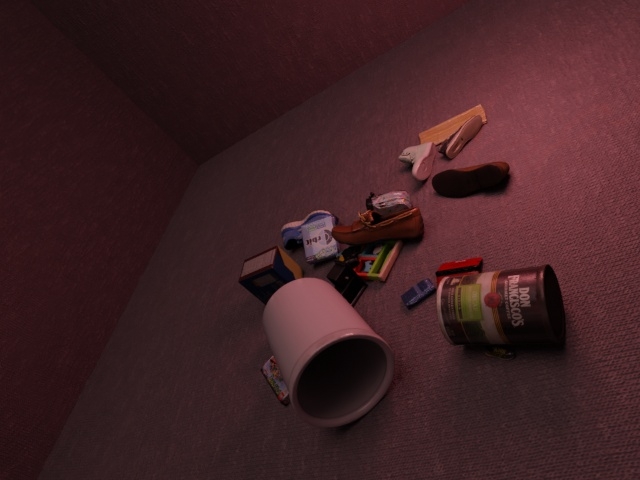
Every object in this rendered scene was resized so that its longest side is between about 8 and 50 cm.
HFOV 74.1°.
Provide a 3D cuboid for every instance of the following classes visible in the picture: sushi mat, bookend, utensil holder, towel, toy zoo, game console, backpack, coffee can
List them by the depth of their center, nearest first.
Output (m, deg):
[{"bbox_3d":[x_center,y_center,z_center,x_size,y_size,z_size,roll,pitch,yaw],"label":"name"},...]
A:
[{"bbox_3d":[0.486,0.182,1.151,0.276,0.201,0.201,-13,44,38],"label":"coffee can"},{"bbox_3d":[0.006,0.337,1.375,0.328,0.327,0.385,-43,30,0],"label":"utensil holder"},{"bbox_3d":[0.466,0.124,1.408,0.144,0.085,0.124,-13,12,36],"label":"game console"},{"bbox_3d":[0.336,0.180,1.465,0.120,0.029,0.067,-38,33,8],"label":"towel"},{"bbox_3d":[0.077,0.181,1.616,0.072,0.157,0.156,15,63,53],"label":"bookend"},{"bbox_3d":[0.177,0.074,1.736,0.294,0.030,0.192,0,48,46],"label":"toy zoo"},{"bbox_3d":[0.295,-0.134,1.777,0.182,0.151,0.115,-13,47,19],"label":"backpack"},{"bbox_3d":[0.611,-0.524,1.979,0.317,0.019,0.151,-22,38,28],"label":"sushi mat"}]

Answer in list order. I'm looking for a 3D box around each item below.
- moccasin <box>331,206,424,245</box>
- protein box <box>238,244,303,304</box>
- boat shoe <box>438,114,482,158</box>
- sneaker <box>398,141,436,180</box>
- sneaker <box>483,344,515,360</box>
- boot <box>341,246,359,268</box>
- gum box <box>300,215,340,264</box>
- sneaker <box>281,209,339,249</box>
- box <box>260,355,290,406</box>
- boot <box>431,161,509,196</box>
[{"bbox_3d":[0.216,-0.065,1.697,0.381,0.146,0.139,-6,19,33],"label":"moccasin"},{"bbox_3d":[-0.220,0.161,1.906,0.201,0.200,0.135,-23,38,27],"label":"protein box"},{"bbox_3d":[0.611,-0.463,1.854,0.233,0.084,0.079,-47,34,-1],"label":"boat shoe"},{"bbox_3d":[0.418,-0.343,1.907,0.151,0.094,0.255,-5,39,36],"label":"sneaker"},{"bbox_3d":[0.487,0.305,1.161,0.083,0.035,0.031,-7,48,42],"label":"sneaker"},{"bbox_3d":[0.103,0.078,1.734,0.121,0.045,0.099,-25,36,9],"label":"boot"},{"bbox_3d":[0.000,0.000,1.913,0.157,0.041,0.184,-17,70,20],"label":"gum box"},{"bbox_3d":[-0.048,-0.035,2.047,0.330,0.130,0.147,-24,52,31],"label":"sneaker"},{"bbox_3d":[-0.142,0.508,1.585,0.114,0.036,0.207,-47,34,-7],"label":"box"},{"bbox_3d":[0.583,-0.244,1.654,0.115,0.112,0.306,-29,16,-39],"label":"boot"}]
